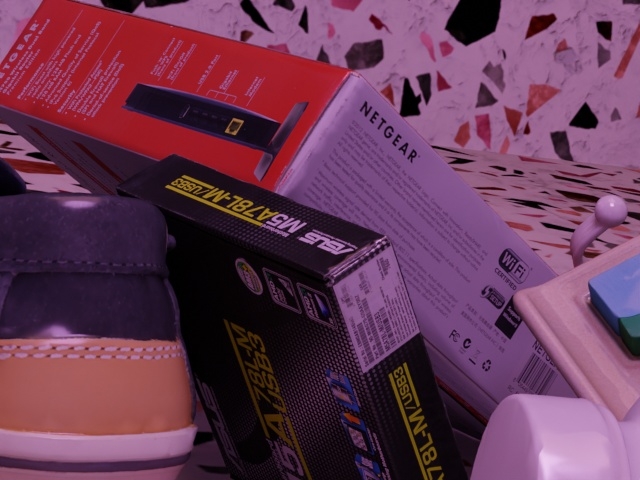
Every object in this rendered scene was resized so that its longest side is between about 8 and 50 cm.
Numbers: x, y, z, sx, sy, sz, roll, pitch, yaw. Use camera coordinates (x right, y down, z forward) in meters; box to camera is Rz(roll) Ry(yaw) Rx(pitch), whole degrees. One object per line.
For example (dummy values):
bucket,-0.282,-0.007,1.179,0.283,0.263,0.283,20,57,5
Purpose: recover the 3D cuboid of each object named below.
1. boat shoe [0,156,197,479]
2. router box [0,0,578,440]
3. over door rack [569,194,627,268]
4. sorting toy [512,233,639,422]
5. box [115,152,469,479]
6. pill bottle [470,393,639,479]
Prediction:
boat shoe,-0.233,0.015,1.024,0.187,0.156,0.500,2,6,-38
router box,0.000,0.000,1.136,0.301,0.082,0.335,21,-16,48
over door rack,0.309,0.082,1.014,0.324,0.108,0.239,7,47,-11
sorting toy,0.227,0.046,0.944,0.208,0.038,0.193,-23,49,-11
box,-0.010,0.063,0.930,0.045,0.190,0.184,-35,32,-27
pill bottle,0.203,0.135,0.795,0.272,0.152,0.152,8,10,-9
